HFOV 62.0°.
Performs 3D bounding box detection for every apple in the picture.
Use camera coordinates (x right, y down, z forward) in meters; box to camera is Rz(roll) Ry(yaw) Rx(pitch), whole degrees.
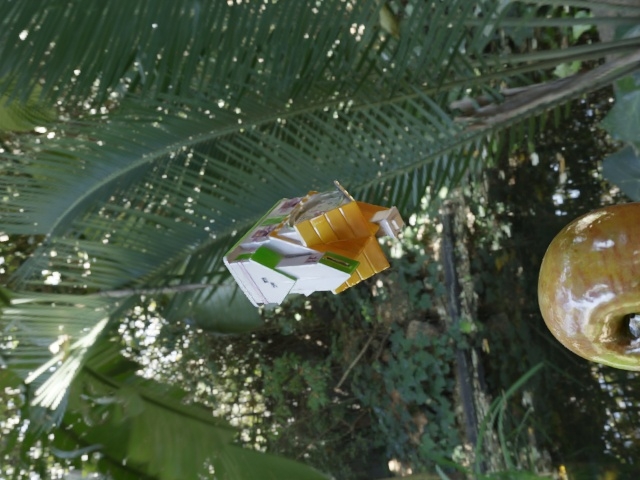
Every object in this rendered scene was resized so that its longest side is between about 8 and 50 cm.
[{"bbox_3d":[0.710,0.099,1.231,0.333,0.400,0.400,-60,-34,-50],"label":"apple"}]

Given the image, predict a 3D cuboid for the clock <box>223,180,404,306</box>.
[{"bbox_3d":[0.000,0.001,1.047,0.235,0.309,0.166,-50,-59,-38],"label":"clock"}]
